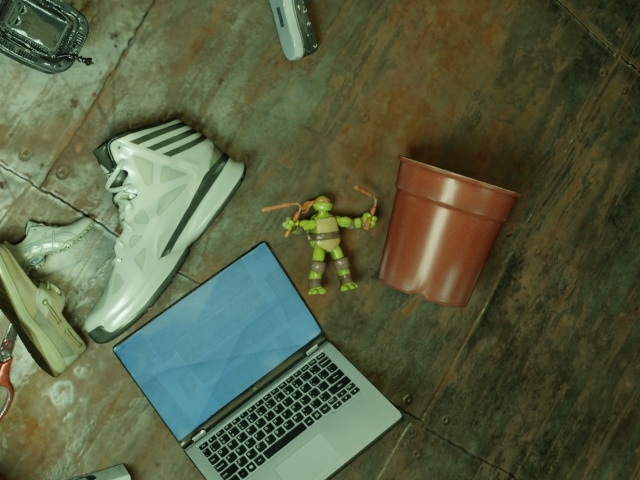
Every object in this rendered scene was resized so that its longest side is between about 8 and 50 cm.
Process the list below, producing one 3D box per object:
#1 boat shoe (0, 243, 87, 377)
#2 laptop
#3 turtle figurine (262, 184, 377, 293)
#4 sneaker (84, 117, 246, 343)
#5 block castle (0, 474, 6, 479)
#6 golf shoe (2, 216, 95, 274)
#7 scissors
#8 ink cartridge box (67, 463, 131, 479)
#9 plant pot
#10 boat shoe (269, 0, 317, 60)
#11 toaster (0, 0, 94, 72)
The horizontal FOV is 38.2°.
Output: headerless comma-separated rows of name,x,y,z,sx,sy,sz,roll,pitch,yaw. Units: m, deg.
boat shoe,-0.521,0.115,1.686,0.098,0.109,0.302,-40,129,-28
laptop,-0.121,0.285,1.827,0.382,0.408,0.236,-36,141,-15
turtle figurine,0.000,0.000,1.919,0.270,0.087,0.217,-6,92,-30
sneaker,-0.363,-0.041,1.746,0.257,0.169,0.447,38,72,-14
block castle,-0.692,0.434,1.564,0.453,0.303,0.213,48,71,-20
golf shoe,-0.508,-0.009,1.723,0.176,0.069,0.086,-34,98,-19
scissors,-0.586,0.216,1.739,0.109,0.021,0.297,34,81,-19
ink cartridge box,-0.450,0.528,1.794,0.175,0.072,0.127,-14,101,-21
plant pot,0.253,-0.014,1.943,0.273,0.272,0.265,15,97,-23
boat shoe,-0.052,-0.481,1.859,0.076,0.080,0.228,-20,104,-26
toaster,-0.510,-0.376,1.640,0.227,0.146,0.129,26,86,-22
